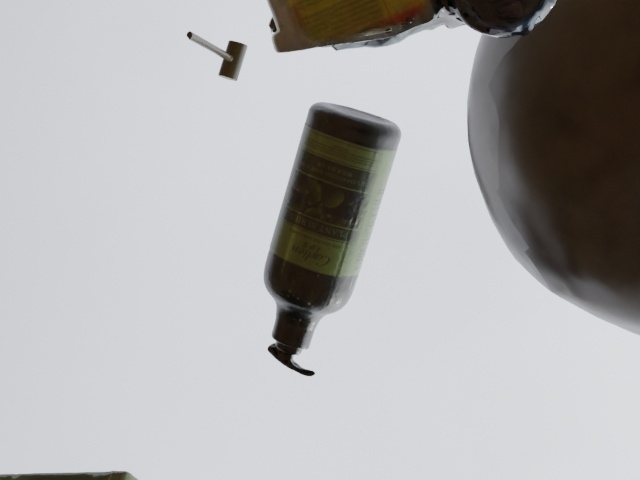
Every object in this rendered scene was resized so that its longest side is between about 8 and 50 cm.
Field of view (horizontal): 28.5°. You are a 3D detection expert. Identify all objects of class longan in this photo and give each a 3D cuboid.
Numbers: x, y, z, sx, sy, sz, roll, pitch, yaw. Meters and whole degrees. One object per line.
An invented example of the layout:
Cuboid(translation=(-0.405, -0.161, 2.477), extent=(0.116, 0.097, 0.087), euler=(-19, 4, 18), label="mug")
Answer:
Cuboid(translation=(0.238, -0.083, 0.815), extent=(0.297, 0.297, 0.297), euler=(-2, -95, 26), label="longan")

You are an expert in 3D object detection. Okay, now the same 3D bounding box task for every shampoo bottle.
Cuboid(translation=(0.000, 0.000, 1.336), extent=(0.101, 0.101, 0.283), euler=(23, -77, 26), label="shampoo bottle")

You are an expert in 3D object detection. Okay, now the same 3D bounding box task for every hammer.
Cuboid(translation=(-0.096, -0.174, 1.151), extent=(0.019, 0.110, 0.035), euler=(17, -89, 18), label="hammer")

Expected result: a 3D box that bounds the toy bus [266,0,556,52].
Cuboid(translation=(0.100, -0.141, 0.430), extent=(0.268, 0.092, 0.106), euler=(-20, -76, 4), label="toy bus")

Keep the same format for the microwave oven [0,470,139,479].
Cuboid(translation=(-0.226, 0.436, 1.280), extent=(0.333, 0.394, 0.247), euler=(-8, -133, 29), label="microwave oven")
